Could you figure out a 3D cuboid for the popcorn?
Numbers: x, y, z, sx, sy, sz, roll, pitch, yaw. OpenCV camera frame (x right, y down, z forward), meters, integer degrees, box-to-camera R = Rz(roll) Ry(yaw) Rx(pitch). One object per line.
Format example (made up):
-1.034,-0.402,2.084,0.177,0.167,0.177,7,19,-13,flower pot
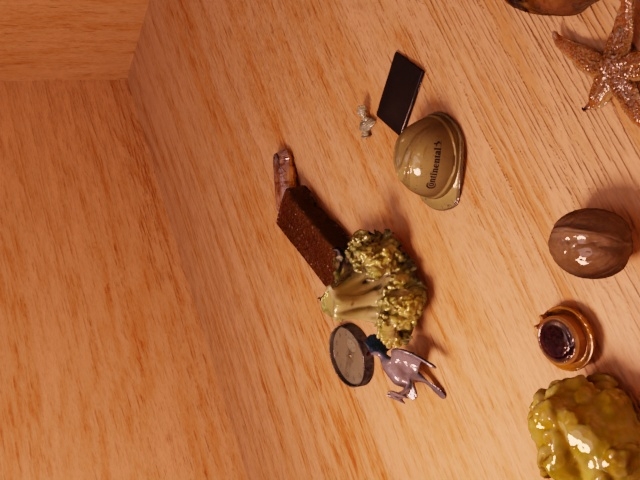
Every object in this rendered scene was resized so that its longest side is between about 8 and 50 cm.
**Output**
0.537,0.402,1.302,0.242,0.235,0.250,-30,52,14,popcorn

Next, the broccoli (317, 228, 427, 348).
0.122,0.155,1.825,0.293,0.281,0.347,-42,62,45,broccoli

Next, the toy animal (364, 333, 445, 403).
0.237,0.365,1.839,0.239,0.255,0.176,100,-173,-62,toy animal

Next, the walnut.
0.528,0.006,1.271,0.162,0.140,0.140,179,82,-69,walnut

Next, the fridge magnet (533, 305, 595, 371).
0.525,0.212,1.400,0.143,0.063,0.143,15,107,58,fridge magnet

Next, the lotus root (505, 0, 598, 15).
0.432,-0.554,1.244,0.272,0.192,0.272,40,137,49,lotus root

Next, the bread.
0.000,0.000,2.151,0.416,0.113,0.165,51,139,37,bread

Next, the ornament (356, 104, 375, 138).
0.132,-0.349,1.910,0.068,0.041,0.092,-29,83,63,ornament

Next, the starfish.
0.553,-0.346,1.220,0.295,0.048,0.231,62,154,31,starfish

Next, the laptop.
0.217,-0.401,1.782,0.135,0.016,0.197,52,137,40,laptop

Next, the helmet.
0.254,-0.195,1.657,0.204,0.137,0.257,14,110,57,helmet

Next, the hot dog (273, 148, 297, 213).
-0.127,-0.207,2.347,0.131,0.069,0.252,177,87,-68,hot dog

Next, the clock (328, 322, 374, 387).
0.100,0.383,2.160,0.215,0.042,0.215,23,118,54,clock
